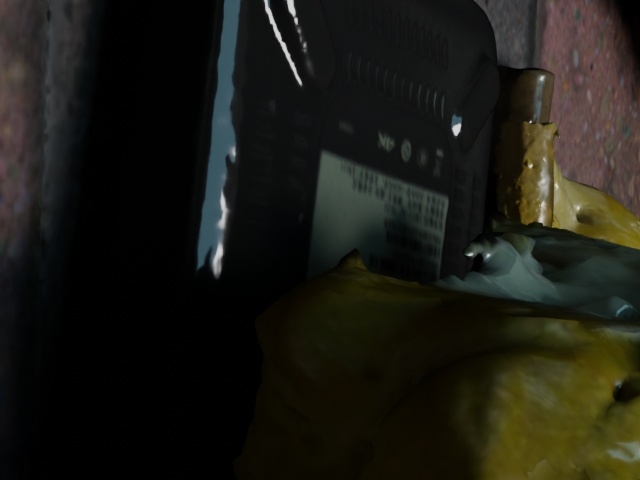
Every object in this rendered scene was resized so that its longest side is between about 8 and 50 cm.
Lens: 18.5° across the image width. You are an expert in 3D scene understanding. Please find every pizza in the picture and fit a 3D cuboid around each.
[{"bbox_3d":[0.147,0.017,1.084,0.188,0.080,0.204,-47,135,-61],"label":"pizza"}]

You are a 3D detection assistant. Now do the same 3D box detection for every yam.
[{"bbox_3d":[0.103,0.059,1.141,0.045,0.045,0.327,156,-58,-77],"label":"yam"}]

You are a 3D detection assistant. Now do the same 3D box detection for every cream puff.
[{"bbox_3d":[0.115,0.139,0.795,0.323,0.274,0.270,-14,112,-56],"label":"cream puff"}]

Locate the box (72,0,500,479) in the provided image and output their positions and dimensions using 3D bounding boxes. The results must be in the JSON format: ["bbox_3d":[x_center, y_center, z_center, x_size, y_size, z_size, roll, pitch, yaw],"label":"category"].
[{"bbox_3d":[0.000,0.000,0.911,0.290,0.073,0.289,17,80,-61],"label":"box"}]
